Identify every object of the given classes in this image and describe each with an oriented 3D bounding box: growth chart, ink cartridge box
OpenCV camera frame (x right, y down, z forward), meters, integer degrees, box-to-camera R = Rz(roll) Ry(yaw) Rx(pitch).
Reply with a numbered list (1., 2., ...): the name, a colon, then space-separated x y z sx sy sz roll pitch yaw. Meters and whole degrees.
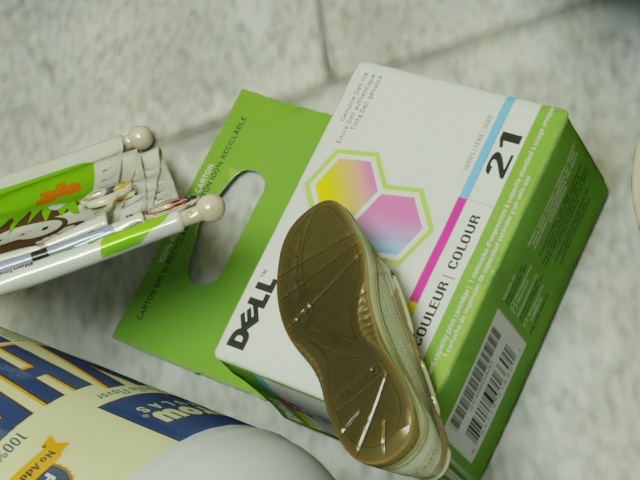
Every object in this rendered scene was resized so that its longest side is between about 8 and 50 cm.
1. growth chart: -0.156 -0.015 0.924 0.172 0.021 0.237 -21 19 -8
2. ink cartridge box: 0.000 0.000 0.885 0.255 0.097 0.189 18 74 30

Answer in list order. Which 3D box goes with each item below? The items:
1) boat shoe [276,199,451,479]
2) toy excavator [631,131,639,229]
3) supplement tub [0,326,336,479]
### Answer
1. boat shoe: 0.022 0.047 0.772 0.056 0.048 0.153 -39 49 18
2. toy excavator: 0.208 -0.148 0.801 0.433 0.222 0.445 36 113 45
3. supplement tub: -0.126 0.179 0.771 0.325 0.235 0.235 17 74 30
